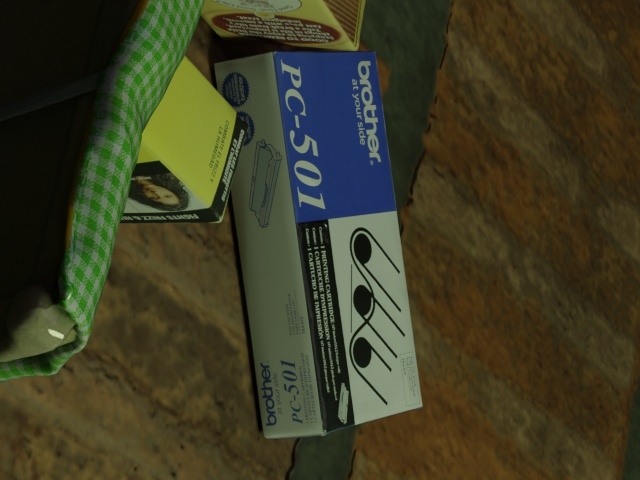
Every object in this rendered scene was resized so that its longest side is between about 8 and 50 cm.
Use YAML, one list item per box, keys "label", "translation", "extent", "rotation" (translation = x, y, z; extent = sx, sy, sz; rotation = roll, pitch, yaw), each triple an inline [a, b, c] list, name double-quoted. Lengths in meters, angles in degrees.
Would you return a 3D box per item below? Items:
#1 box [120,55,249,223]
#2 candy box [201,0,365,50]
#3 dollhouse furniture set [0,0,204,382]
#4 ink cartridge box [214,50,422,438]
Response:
- label: "box"
  translation: [-0.124, -0.083, 0.845]
  extent: [0.232, 0.087, 0.058]
  rotation: [49, 48, -53]
- label: "candy box"
  translation: [-0.041, -0.229, 0.902]
  extent: [0.316, 0.087, 0.183]
  rotation: [45, 54, -70]
- label: "dollhouse furniture set"
  translation: [-0.123, -0.007, 0.696]
  extent: [0.151, 0.301, 0.197]
  rotation: [34, 56, -40]
- label: "ink cartridge box"
  translation: [0.000, 0.000, 1.055]
  extent: [0.097, 0.046, 0.207]
  rotation: [-7, 90, -53]
